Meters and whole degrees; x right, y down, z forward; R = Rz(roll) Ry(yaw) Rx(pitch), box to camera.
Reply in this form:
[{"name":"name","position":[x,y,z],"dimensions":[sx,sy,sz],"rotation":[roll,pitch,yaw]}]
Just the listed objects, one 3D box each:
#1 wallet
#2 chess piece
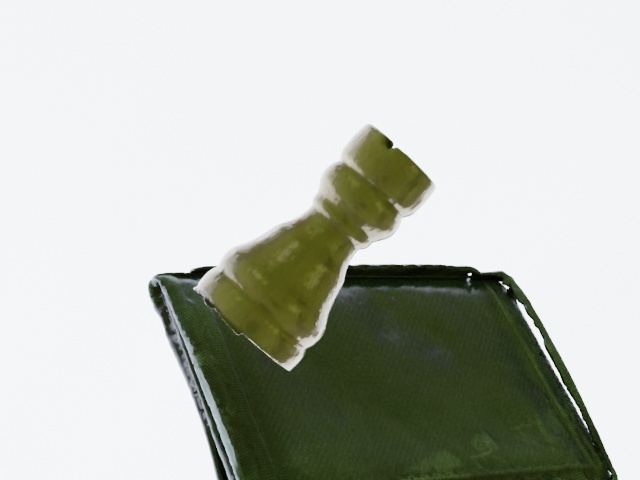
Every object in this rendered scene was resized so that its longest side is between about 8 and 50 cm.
[{"name":"wallet","position":[0.047,0.120,1.362],"dimensions":[0.342,0.075,0.237],"rotation":[-1,-128,-33]},{"name":"chess piece","position":[0.000,0.000,0.871],"dimensions":[0.066,0.066,0.122],"rotation":[41,-89,-9]}]
